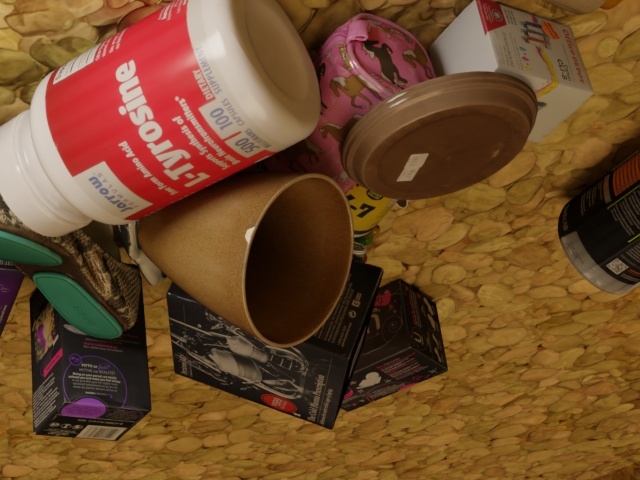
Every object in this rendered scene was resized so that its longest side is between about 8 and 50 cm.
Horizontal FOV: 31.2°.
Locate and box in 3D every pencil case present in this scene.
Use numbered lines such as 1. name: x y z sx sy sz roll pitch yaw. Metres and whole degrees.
1. pencil case: 0.003 -0.157 1.638 0.167 0.160 0.386 -6 155 -42

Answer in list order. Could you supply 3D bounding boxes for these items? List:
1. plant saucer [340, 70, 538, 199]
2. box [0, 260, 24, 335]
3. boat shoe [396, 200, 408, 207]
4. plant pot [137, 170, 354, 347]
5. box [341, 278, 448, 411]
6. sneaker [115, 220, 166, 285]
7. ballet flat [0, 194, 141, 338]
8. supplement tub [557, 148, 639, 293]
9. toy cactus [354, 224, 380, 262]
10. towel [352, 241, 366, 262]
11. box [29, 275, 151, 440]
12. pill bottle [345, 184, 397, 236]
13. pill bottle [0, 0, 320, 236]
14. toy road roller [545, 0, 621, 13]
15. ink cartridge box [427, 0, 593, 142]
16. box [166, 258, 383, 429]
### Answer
1. plant saucer: 0.165 -0.131 1.556 0.278 0.041 0.278 -12 154 -6
2. box: -0.603 0.067 1.906 0.184 0.103 0.261 8 146 -22
3. boat shoe: 0.127 -0.085 1.910 0.035 0.035 0.100 -14 150 8
4. plant pot: -0.124 0.003 1.591 0.254 0.237 0.237 14 165 35
5. box: 0.103 0.210 2.277 0.247 0.163 0.142 -26 142 26
6. sneaker: -0.271 -0.023 1.867 0.110 0.107 0.275 -24 157 -2
7. ballet flat: -0.412 -0.006 1.757 0.164 0.182 0.483 2 157 20
8. supplement tub: 0.568 -0.059 1.920 0.194 0.193 0.316 12 144 -32
9. toy cactus: 0.000 0.000 1.973 0.181 0.112 0.219 7 156 -8
10. towel: 0.014 0.033 1.916 0.113 0.023 0.152 22 150 6
11. box: -0.405 0.195 2.005 0.165 0.270 0.143 12 143 -32
12. pill bottle: 0.080 -0.105 1.781 0.119 0.119 0.208 7 146 -25
13. pill bottle: -0.223 -0.159 1.497 0.408 0.229 0.229 -24 147 23
14. toy road roller: 0.362 -0.353 1.318 0.203 0.240 0.329 13 143 -33
15. ink cartridge box: 0.264 -0.234 1.603 0.176 0.128 0.127 10 145 -31
16. box: -0.084 0.145 1.972 0.313 0.179 0.343 20 152 7
